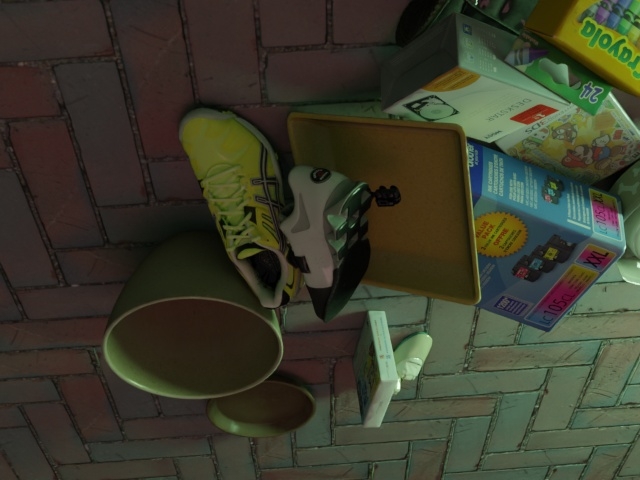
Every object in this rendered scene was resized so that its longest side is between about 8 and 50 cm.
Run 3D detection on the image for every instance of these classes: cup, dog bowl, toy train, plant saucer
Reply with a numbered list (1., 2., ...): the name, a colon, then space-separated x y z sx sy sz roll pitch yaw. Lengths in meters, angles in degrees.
1. cup: -0.241 0.122 1.589 0.331 0.236 0.331 -2 138 -2
2. dog bowl: 0.702 -0.059 1.566 0.349 0.102 0.348 -7 139 -6
3. toy train: 0.066 -0.071 1.369 0.158 0.027 0.036 1 131 38
4. plant saucer: -0.150 0.417 2.075 0.278 0.041 0.277 -2 138 -2
5. plant saucer: 0.122 -0.072 1.400 0.333 0.081 0.332 10 126 33

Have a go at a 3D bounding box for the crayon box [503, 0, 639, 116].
1. crayon box: 0.433 -0.345 1.155 0.203 0.083 0.322 23 105 -28

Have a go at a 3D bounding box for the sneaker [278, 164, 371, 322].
1. sneaker: 0.000 0.000 1.394 0.146 0.122 0.330 28 140 23

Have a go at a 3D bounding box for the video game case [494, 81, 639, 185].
1. video game case: 0.460 -0.176 1.488 0.206 0.026 0.227 -32 132 27

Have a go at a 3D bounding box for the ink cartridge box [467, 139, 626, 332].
1. ink cartridge box: 0.315 -0.014 1.527 0.396 0.151 0.270 20 134 -6

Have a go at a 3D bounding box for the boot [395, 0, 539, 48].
1. boot: 0.247 -0.333 1.269 0.209 0.076 0.190 18 136 -34

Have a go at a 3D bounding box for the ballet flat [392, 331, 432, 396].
1. ballet flat: 0.191 0.317 1.967 0.086 0.086 0.248 18 133 -24

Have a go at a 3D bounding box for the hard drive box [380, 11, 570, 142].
1. hard drive box: 0.238 -0.244 1.270 0.232 0.089 0.181 10 161 -31

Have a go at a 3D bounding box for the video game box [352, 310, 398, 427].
1. video game box: 0.120 0.292 1.854 0.048 0.187 0.205 3 138 -9

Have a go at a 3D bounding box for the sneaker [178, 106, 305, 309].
1. sneaker: -0.122 -0.054 1.417 0.145 0.147 0.384 -23 112 17
